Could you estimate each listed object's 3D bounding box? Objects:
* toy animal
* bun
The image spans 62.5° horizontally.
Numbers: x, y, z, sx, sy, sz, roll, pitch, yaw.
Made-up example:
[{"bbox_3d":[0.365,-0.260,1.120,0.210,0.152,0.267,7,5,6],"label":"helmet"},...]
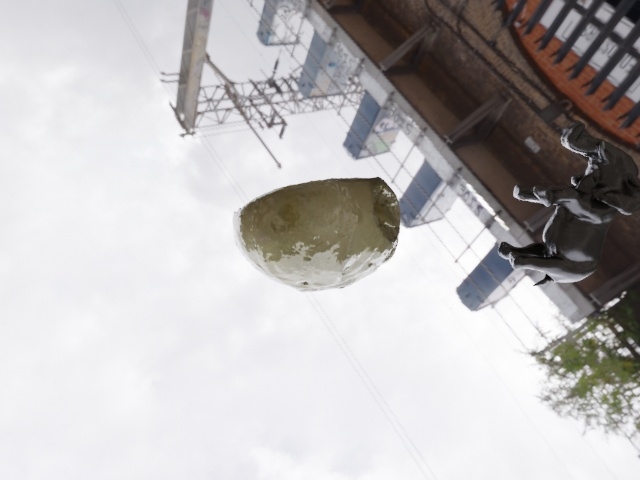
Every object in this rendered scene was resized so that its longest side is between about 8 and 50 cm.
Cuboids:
[{"bbox_3d":[0.351,-0.047,0.747,0.146,0.245,0.114,5,-142,-4],"label":"toy animal"},{"bbox_3d":[-0.001,0.004,1.086,0.364,0.364,0.202,-4,-100,-24],"label":"bun"}]
